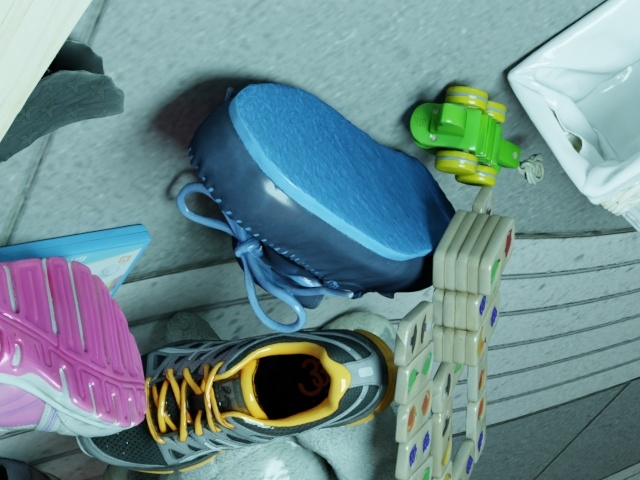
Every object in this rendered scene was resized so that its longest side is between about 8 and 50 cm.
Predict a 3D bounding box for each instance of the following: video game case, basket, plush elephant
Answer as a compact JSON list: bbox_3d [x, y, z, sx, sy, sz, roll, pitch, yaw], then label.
[{"bbox_3d":[-0.192,0.051,1.140,0.119,0.015,0.166,-10,150,-39],"label":"video game case"},{"bbox_3d":[0.232,-0.106,1.207,0.167,0.113,0.103,-34,162,9],"label":"basket"},{"bbox_3d":[-0.047,0.169,1.273,0.272,0.330,0.255,-27,138,1],"label":"plush elephant"}]

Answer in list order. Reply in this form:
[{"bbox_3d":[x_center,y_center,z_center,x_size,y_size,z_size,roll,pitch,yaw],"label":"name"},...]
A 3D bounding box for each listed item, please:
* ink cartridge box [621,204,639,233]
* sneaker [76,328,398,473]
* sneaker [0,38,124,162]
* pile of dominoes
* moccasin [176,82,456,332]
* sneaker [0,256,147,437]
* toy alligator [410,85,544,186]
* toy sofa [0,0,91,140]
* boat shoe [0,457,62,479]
[{"bbox_3d":[0.310,-0.100,1.337,0.218,0.092,0.158,-37,157,11],"label":"ink cartridge box"},{"bbox_3d":[-0.061,0.097,1.114,0.215,0.084,0.083,-16,174,13],"label":"sneaker"},{"bbox_3d":[-0.183,-0.061,0.867,0.170,0.051,0.089,-29,153,-11],"label":"sneaker"},{"bbox_3d":[0.098,0.104,1.175,0.196,0.040,0.251,-57,152,-50],"label":"pile of dominoes"},{"bbox_3d":[0.000,0.000,1.114,0.117,0.137,0.342,-32,157,15],"label":"moccasin"},{"bbox_3d":[-0.210,0.064,1.029,0.111,0.103,0.252,-28,145,32],"label":"sneaker"},{"bbox_3d":[0.103,-0.067,1.214,0.051,0.056,0.190,6,173,26],"label":"toy alligator"},{"bbox_3d":[-0.214,-0.084,0.653,0.177,0.150,0.362,-14,153,-45],"label":"toy sofa"},{"bbox_3d":[-0.305,0.283,1.334,0.285,0.103,0.092,-50,139,-8],"label":"boat shoe"}]
